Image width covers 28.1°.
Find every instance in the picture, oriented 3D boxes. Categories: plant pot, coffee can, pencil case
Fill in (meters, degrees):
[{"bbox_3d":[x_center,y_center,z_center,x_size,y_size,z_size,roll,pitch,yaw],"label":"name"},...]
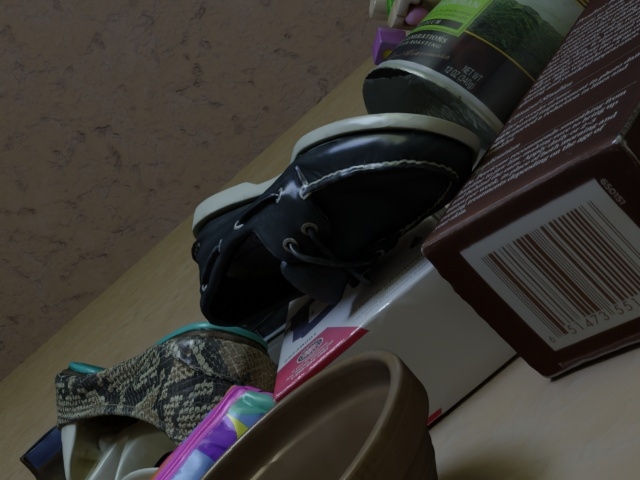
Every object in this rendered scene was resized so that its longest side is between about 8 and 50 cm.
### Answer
[{"bbox_3d":[-0.004,0.188,0.801,0.237,0.110,0.237,-41,12,10],"label":"plant pot"},{"bbox_3d":[0.204,-0.179,1.220,0.275,0.201,0.201,-47,11,-17],"label":"coffee can"},{"bbox_3d":[-0.106,0.225,1.071,0.236,0.104,0.104,-47,11,-25],"label":"pencil case"}]

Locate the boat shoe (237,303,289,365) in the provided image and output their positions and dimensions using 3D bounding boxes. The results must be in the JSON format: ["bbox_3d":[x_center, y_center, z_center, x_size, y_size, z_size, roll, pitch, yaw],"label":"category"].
[{"bbox_3d":[-0.047,0.057,1.450,0.335,0.119,0.121,-35,13,38],"label":"boat shoe"}]

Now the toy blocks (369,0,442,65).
[{"bbox_3d":[0.226,-0.319,1.766,0.309,0.260,0.288,-91,13,-44],"label":"toy blocks"}]

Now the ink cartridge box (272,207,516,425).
[{"bbox_3d":[0.059,0.068,1.061,0.172,0.100,0.237,-41,11,11],"label":"ink cartridge box"}]

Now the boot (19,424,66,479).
[{"bbox_3d":[-0.280,0.243,1.628,0.082,0.106,0.219,-30,17,52],"label":"boot"}]

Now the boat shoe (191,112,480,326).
[{"bbox_3d":[-0.004,-0.001,1.004,0.340,0.127,0.113,-18,56,48],"label":"boat shoe"}]

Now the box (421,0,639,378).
[{"bbox_3d":[0.246,-0.094,0.906,0.191,0.143,0.381,-32,17,50],"label":"box"}]

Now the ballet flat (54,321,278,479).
[{"bbox_3d":[-0.200,0.206,1.406,0.483,0.164,0.182,-21,52,60],"label":"ballet flat"}]
